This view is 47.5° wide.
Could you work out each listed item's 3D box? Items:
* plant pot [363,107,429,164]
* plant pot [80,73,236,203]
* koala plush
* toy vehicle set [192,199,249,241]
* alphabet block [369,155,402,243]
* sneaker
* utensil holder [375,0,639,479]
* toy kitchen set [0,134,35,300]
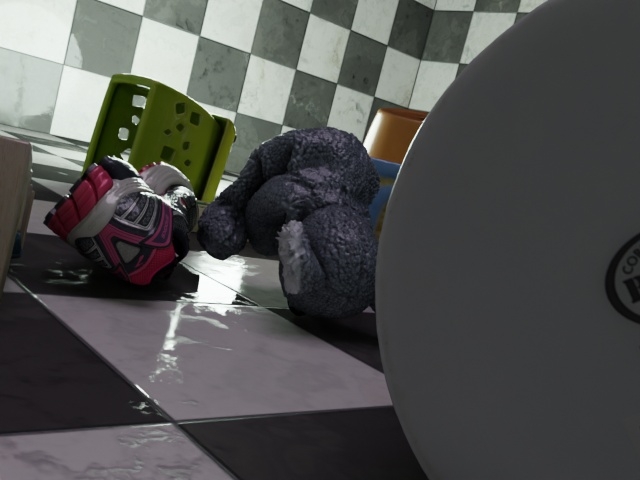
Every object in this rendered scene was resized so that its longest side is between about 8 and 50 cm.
[{"bbox_3d":[0.201,-0.161,1.531,0.291,0.203,0.291,8,18,-3],"label":"plant pot"},{"bbox_3d":[-0.306,-0.179,1.411,0.207,0.227,0.228,17,4,-37],"label":"plant pot"},{"bbox_3d":[0.000,0.000,0.777,0.196,0.203,0.221,25,21,-29],"label":"koala plush"},{"bbox_3d":[-0.146,-0.031,1.281,0.267,0.035,0.166,11,7,-29],"label":"toy vehicle set"},{"bbox_3d":[0.106,-0.013,1.019,0.194,0.192,0.197,17,6,5],"label":"alphabet block"},{"bbox_3d":[-0.187,-0.008,0.782,0.112,0.121,0.299,44,7,0],"label":"sneaker"},{"bbox_3d":[0.255,0.026,0.453,0.328,0.327,0.385,19,9,33],"label":"utensil holder"},{"bbox_3d":[-0.328,-0.014,0.581,0.166,0.122,0.207,12,-13,-19],"label":"toy kitchen set"}]
